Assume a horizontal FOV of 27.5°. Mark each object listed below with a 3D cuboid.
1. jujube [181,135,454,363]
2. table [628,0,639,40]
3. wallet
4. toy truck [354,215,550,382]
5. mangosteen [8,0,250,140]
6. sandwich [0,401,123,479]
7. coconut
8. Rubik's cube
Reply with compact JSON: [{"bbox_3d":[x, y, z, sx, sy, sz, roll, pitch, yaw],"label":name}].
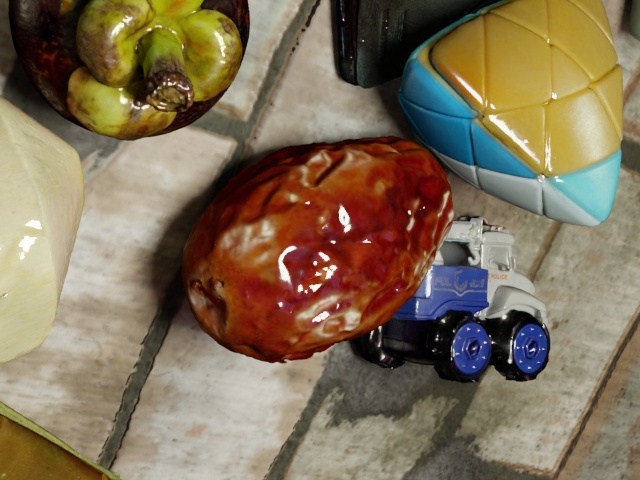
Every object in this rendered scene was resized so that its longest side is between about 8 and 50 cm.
[{"bbox_3d":[0.000,0.000,1.222,0.290,0.197,0.197,-33,134,-38],"label":"jujube"},{"bbox_3d":[0.408,-0.321,1.393,0.126,0.126,0.220,-16,124,-31],"label":"table"},{"bbox_3d":[0.150,-0.261,1.278,0.318,0.045,0.172,-25,133,-27],"label":"wallet"},{"bbox_3d":[0.144,0.059,1.417,0.213,0.161,0.177,4,90,-41],"label":"toy truck"},{"bbox_3d":[-0.133,-0.159,0.993,0.192,0.217,0.192,-15,125,-23],"label":"mangosteen"},{"bbox_3d":[-0.283,0.203,1.184,0.088,0.090,0.244,-52,138,-6],"label":"sandwich"},{"bbox_3d":[-0.289,-0.011,0.949,0.259,0.259,0.259,-20,127,-29],"label":"coconut"},{"bbox_3d":[0.184,-0.153,1.289,0.254,0.254,0.254,-20,127,-29],"label":"Rubik's cube"}]
